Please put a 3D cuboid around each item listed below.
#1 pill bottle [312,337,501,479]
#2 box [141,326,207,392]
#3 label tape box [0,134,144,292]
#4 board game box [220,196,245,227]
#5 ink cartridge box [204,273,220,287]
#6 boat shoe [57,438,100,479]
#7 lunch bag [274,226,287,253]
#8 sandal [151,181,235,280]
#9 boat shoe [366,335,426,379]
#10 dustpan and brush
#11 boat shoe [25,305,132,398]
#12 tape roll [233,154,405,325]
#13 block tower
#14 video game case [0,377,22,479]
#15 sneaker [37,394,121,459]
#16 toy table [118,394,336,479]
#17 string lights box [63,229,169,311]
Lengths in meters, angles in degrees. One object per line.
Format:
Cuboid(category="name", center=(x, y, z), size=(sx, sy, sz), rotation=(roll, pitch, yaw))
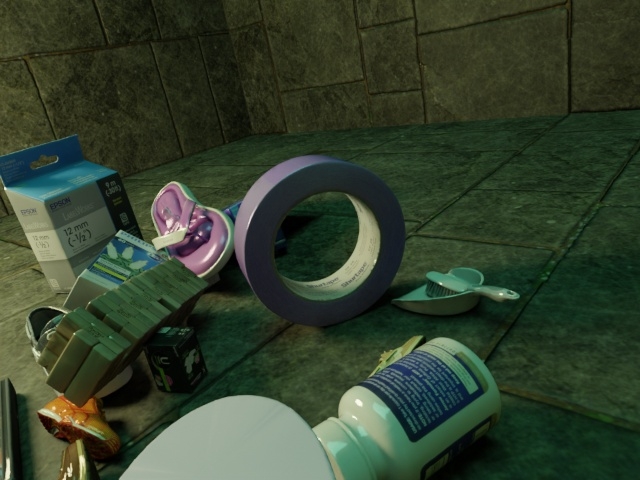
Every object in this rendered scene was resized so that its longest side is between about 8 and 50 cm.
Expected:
Cuboid(category="pill bottle", center=(0.083, 0.188, 0.493), size=(0.187, 0.111, 0.112), rotation=(-22, 23, -27))
Cuboid(category="box", center=(-0.217, 0.178, 0.716), size=(0.062, 0.083, 0.052), rotation=(-4, 21, 20))
Cuboid(category="label tape box", center=(-0.611, -0.077, 1.207), size=(0.115, 0.347, 0.249), rotation=(-2, 23, 22))
Cuboid(category="board game box", center=(-0.189, -0.074, 1.265), size=(0.233, 0.078, 0.347), rotation=(-19, 12, 38))
Cuboid(category="ink cartridge box", center=(-0.258, 0.085, 1.055), size=(0.048, 0.028, 0.083), rotation=(3, 26, 33))
Cuboid(category="boat shoe", center=(-0.266, 0.280, 0.507), size=(0.060, 0.064, 0.178), rotation=(-19, 24, -24))
Cuboid(category="lunch bag", center=(-0.118, -0.002, 1.153), size=(0.067, 0.065, 0.098), rotation=(-23, 12, -5))
Cuboid(category="sandal", center=(-0.324, -0.032, 1.075), size=(0.416, 0.102, 0.169), rotation=(32, 91, 50))
Cuboid(category="boat shoe", center=(0.097, 0.166, 0.630), size=(0.045, 0.050, 0.135), rotation=(11, 30, 35))
Cuboid(category="dustpan and brush", center=(0.227, 0.081, 0.766), size=(0.147, 0.060, 0.211), rotation=(-22, 23, -27))
Cuboid(category="boat shoe", center=(-0.421, 0.175, 0.804), size=(0.108, 0.102, 0.301), rotation=(-28, 26, -37))
Cuboid(category="tape roll", center=(0.000, 0.000, 0.794), size=(0.275, 0.274, 0.090), rotation=(-17, 22, -14))
Cuboid(category="block tower", center=(-0.293, 0.121, 0.767), size=(0.097, 0.091, 0.335), rotation=(-53, 0, 14))
Cuboid(category="video game case", center=(-0.533, 0.306, 0.618), size=(0.248, 0.035, 0.275), rotation=(-23, 23, -28))
Cuboid(category="sneaker", center=(-0.315, 0.238, 0.639), size=(0.175, 0.064, 0.067), rotation=(6, 30, 38))
Cuboid(category="toy table", center=(-0.060, 0.256, 0.326), size=(0.252, 0.160, 0.274), rotation=(-8, 20, 9))
Cuboid(category="string lights box", center=(-0.408, 0.079, 0.994), size=(0.133, 0.076, 0.259), rotation=(29, 15, -16))
